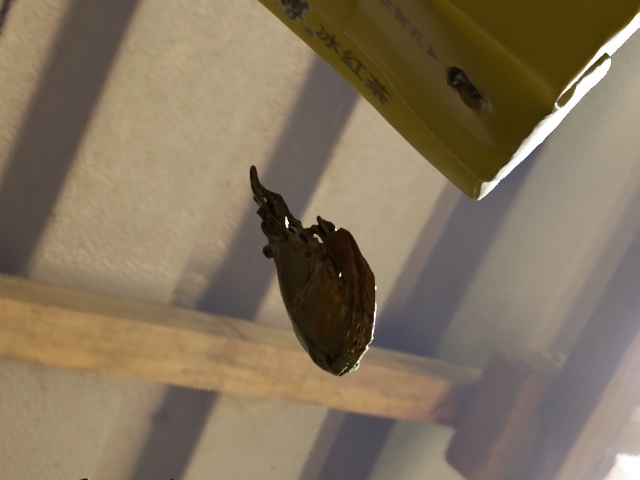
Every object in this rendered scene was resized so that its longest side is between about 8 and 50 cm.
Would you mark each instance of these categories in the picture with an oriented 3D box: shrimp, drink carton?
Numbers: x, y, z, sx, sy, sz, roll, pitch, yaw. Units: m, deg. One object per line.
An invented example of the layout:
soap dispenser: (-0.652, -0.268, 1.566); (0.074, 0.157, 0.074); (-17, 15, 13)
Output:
shrimp: (0.001, 0.004, 1.097); (0.066, 0.262, 0.117); (10, -50, -33)
drink carton: (0.116, -0.193, 0.406); (0.154, 0.111, 0.351); (43, -102, 5)

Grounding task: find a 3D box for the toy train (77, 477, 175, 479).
toy train: (-0.108, 0.303, 0.832); (0.202, 0.120, 0.301); (-37, -73, 2)
